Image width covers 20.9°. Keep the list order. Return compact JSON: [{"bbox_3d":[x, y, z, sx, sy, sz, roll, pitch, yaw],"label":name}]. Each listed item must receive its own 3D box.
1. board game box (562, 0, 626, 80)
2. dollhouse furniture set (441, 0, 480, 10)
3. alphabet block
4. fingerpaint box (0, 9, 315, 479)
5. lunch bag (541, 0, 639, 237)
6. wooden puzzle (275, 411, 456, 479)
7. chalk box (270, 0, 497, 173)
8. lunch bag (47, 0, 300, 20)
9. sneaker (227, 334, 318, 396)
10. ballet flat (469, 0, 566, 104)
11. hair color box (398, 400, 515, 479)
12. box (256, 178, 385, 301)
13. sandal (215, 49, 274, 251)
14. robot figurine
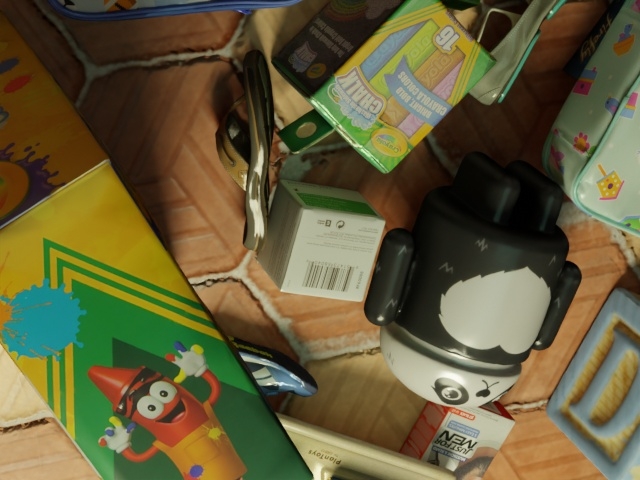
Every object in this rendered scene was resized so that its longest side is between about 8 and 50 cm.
[{"bbox_3d":[0.406,-0.244,1.938,0.165,0.042,0.243,31,99,-29],"label":"board game box"},{"bbox_3d":[0.160,-0.320,1.821,0.076,0.058,0.151,10,90,-17],"label":"dollhouse furniture set"},{"bbox_3d":[0.421,0.196,2.054,0.197,0.193,0.192,21,106,-27],"label":"alphabet block"},{"bbox_3d":[-0.217,0.029,1.589,0.163,0.445,0.371,-34,120,-5],"label":"fingerpaint box"},{"bbox_3d":[0.386,-0.132,1.893,0.224,0.108,0.279,20,105,-31],"label":"lunch bag"},{"bbox_3d":[-0.050,0.364,1.976,0.322,0.080,0.347,21,112,-24],"label":"wooden puzzle"},{"bbox_3d":[0.048,-0.166,1.785,0.213,0.132,0.132,-45,120,4],"label":"chalk box"},{"bbox_3d":[-0.129,-0.326,1.658,0.303,0.115,0.243,-6,117,-18],"label":"lunch bag"},{"bbox_3d":[-0.072,0.150,1.926,0.144,0.053,0.059,21,104,-19],"label":"sneaker"},{"bbox_3d":[0.220,-0.245,1.855,0.068,0.072,0.213,35,95,1],"label":"ballet flat"},{"bbox_3d":[0.147,0.259,2.057,0.093,0.053,0.167,22,105,-27],"label":"hair color box"},{"bbox_3d":[0.000,0.000,1.865,0.101,0.087,0.102,8,109,-24],"label":"box"},{"bbox_3d":[-0.081,-0.091,1.810,0.060,0.090,0.219,3,120,1],"label":"sandal"},{"bbox_3d":[0.170,0.048,1.900,0.209,0.173,0.278,22,106,9],"label":"robot figurine"}]
